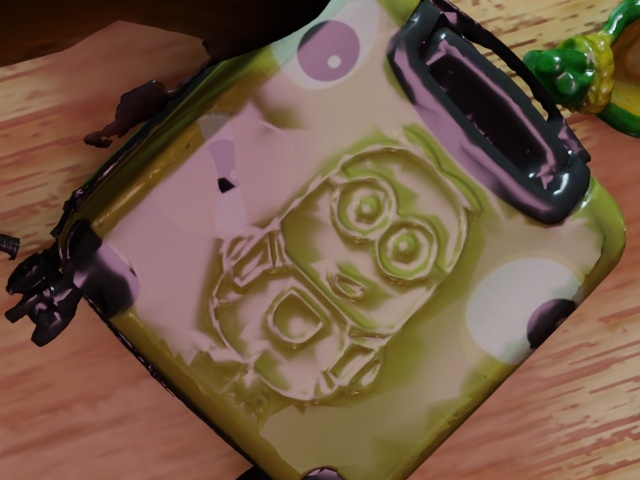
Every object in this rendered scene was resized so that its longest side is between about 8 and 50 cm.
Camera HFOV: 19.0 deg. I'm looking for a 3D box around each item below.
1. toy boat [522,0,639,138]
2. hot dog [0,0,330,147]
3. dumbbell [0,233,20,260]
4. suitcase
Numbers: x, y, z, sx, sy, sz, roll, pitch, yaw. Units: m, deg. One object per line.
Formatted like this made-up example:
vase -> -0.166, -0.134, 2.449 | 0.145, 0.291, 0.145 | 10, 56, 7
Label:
toy boat -> 0.200, -0.088, 0.917 | 0.229, 0.088, 0.089 | -6, 101, -10
hot dog -> -0.147, -0.133, 0.772 | 0.326, 0.194, 0.107 | -2, 58, 0
dumbbell -> -0.207, -0.017, 0.859 | 0.147, 0.069, 0.069 | 17, 95, -14
suitcase -> 0.000, 0.000, 0.865 | 0.235, 0.143, 0.194 | -45, 103, -1
